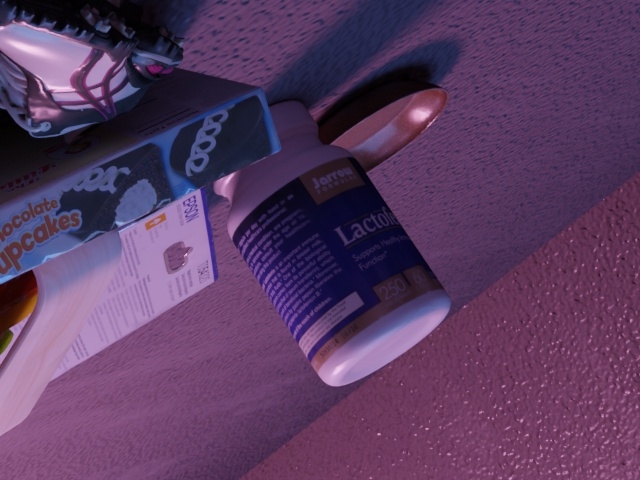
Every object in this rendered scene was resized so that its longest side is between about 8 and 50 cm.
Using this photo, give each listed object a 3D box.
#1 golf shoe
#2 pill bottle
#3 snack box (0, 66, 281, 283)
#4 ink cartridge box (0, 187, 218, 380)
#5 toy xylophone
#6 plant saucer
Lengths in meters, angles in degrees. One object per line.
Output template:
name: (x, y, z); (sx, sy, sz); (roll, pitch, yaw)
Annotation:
golf shoe: (-0.185, -0.124, 1.260); (0.120, 0.105, 0.273); (-50, 164, 8)
pill bottle: (0.000, 0.000, 1.823); (0.153, 0.265, 0.153); (-32, 167, -8)
snack box: (-0.213, -0.045, 1.409); (0.322, 0.060, 0.187); (-27, -157, -24)
ink cartridge box: (-0.264, 0.055, 1.839); (0.330, 0.071, 0.324); (-33, 165, -11)
toy xylophone: (-0.291, 0.092, 1.568); (0.323, 0.081, 0.236); (-54, 169, 24)
plant saucer: (0.050, -0.121, 2.002); (0.198, 0.036, 0.198); (-31, 167, -8)
